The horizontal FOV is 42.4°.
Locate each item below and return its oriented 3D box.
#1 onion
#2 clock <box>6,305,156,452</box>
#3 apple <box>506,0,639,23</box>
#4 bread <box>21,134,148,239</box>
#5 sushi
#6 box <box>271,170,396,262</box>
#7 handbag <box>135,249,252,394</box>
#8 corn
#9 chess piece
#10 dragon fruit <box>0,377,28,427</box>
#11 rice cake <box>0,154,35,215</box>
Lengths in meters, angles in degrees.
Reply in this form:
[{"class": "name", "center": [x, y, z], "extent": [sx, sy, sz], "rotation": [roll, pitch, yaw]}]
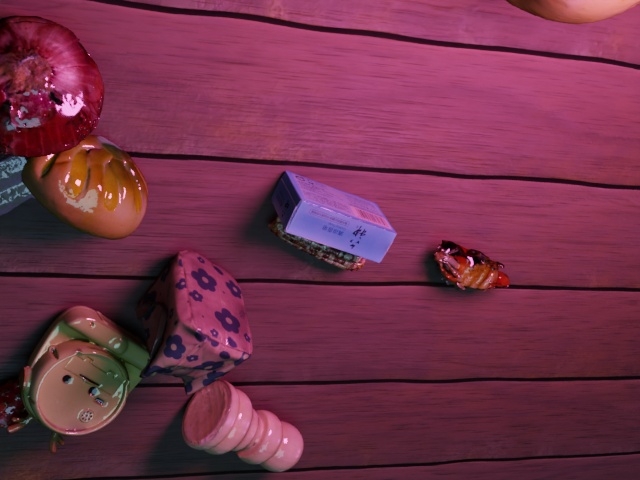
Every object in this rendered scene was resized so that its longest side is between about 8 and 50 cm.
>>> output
[{"class": "onion", "center": [-0.495, -0.249, 1.394], "extent": [0.252, 0.252, 0.219], "rotation": [15, 158, -24]}, {"class": "clock", "center": [-0.512, 0.308, 1.734], "extent": [0.235, 0.096, 0.308], "rotation": [39, 86, -34]}, {"class": "apple", "center": [0.438, -0.594, 1.340], "extent": [0.473, 0.474, 0.474], "rotation": [-8, 121, -13]}, {"class": "bread", "center": [-0.407, -0.089, 1.534], "extent": [0.158, 0.156, 0.260], "rotation": [-50, 157, 12]}, {"class": "sushi", "center": [0.340, 0.070, 1.899], "extent": [0.226, 0.103, 0.097], "rotation": [23, 84, -24]}, {"class": "box", "center": [0.026, -0.049, 1.702], "extent": [0.232, 0.143, 0.083], "rotation": [17, 114, -25]}, {"class": "handbag", "center": [-0.267, 0.175, 1.689], "extent": [0.193, 0.252, 0.190], "rotation": [-40, 131, 19]}, {"class": "corn", "center": [0.000, 0.000, 1.767], "extent": [0.237, 0.079, 0.079], "rotation": [25, 110, -25]}, {"class": "chess piece", "center": [-0.165, 0.459, 1.943], "extent": [0.167, 0.167, 0.299], "rotation": [-45, 126, 11]}, {"class": "dragon fruit", "center": [-0.689, 0.371, 1.767], "extent": [0.190, 0.094, 0.094], "rotation": [-38, 123, 11]}, {"class": "rice cake", "center": [-0.659, -0.072, 1.534], "extent": [0.297, 0.050, 0.106], "rotation": [-25, 124, -2]}]
